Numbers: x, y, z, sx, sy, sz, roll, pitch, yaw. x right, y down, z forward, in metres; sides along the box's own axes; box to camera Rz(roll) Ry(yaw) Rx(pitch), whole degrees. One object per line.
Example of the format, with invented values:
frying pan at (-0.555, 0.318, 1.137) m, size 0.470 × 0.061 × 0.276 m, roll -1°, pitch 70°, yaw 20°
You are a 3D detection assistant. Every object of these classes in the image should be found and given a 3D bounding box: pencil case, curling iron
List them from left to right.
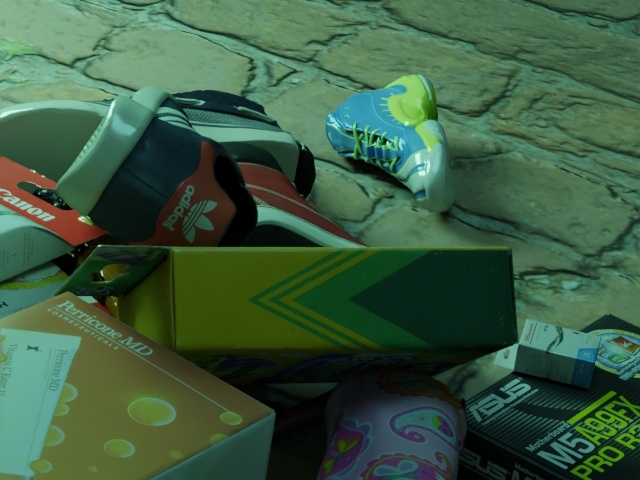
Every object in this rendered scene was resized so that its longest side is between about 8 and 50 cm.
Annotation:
curling iron at (0.022, 0.123, 1.653) m, size 0.274 × 0.035 × 0.068 m, roll -16°, pitch 37°, yaw -40°
pencil case at (0.046, 0.206, 1.420) m, size 0.124 × 0.124 × 0.284 m, roll 11°, pitch 27°, yaw 3°

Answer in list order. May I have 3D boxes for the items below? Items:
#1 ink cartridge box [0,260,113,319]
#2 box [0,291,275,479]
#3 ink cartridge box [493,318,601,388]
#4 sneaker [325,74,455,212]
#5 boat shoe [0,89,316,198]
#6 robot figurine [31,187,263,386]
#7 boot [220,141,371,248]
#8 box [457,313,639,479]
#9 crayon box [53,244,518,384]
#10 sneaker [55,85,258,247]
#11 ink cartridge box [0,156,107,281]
ink cartridge box at (-0.267, 0.075, 1.609) m, size 0.134 × 0.078 × 0.231 m, roll -15°, pitch 36°, yaw -37°
box at (-0.227, 0.196, 1.294) m, size 0.215 × 0.168 × 0.345 m, roll 27°, pitch 32°, yaw 30°
ink cartridge box at (0.194, 0.094, 1.639) m, size 0.083 × 0.028 × 0.048 m, roll 13°, pitch 27°, yaw 9°
sneaker at (0.073, -0.094, 2.057) m, size 0.126 × 0.091 × 0.240 m, roll -10°, pitch 28°, yaw 2°
boat shoe at (-0.187, -0.092, 1.931) m, size 0.341 × 0.127 × 0.158 m, roll 7°, pitch 20°, yaw -21°
robot figurine at (-0.153, 0.028, 1.728) m, size 0.211 × 0.085 × 0.291 m, roll -4°, pitch 31°, yaw -24°
boot at (0.000, 0.000, 1.736) m, size 0.244 × 0.088 × 0.176 m, roll 31°, pitch 19°, yaw -30°
box at (0.259, 0.168, 1.614) m, size 0.216 × 0.060 × 0.270 m, roll 27°, pitch 32°, yaw 30°
crayon box at (-0.033, 0.062, 1.510) m, size 0.323 × 0.083 × 0.203 m, roll 1°, pitch -12°, yaw -17°
sneaker at (-0.126, -0.040, 1.609) m, size 0.148 × 0.131 × 0.350 m, roll 34°, pitch 6°, yaw -4°
ink cartridge box at (-0.299, -0.034, 1.665) m, size 0.181 × 0.056 × 0.225 m, roll 26°, pitch 34°, yaw 31°
